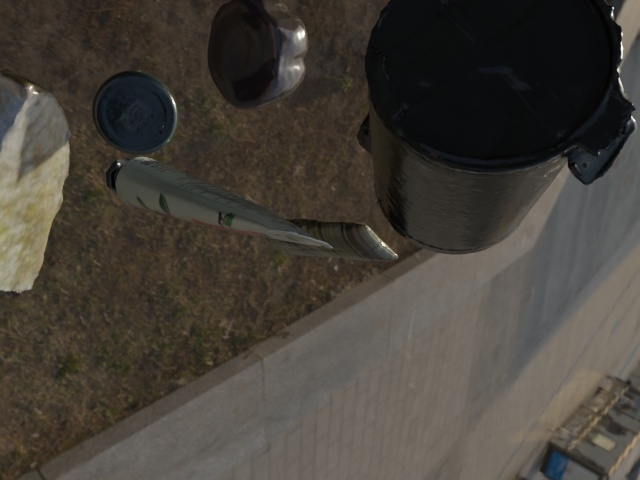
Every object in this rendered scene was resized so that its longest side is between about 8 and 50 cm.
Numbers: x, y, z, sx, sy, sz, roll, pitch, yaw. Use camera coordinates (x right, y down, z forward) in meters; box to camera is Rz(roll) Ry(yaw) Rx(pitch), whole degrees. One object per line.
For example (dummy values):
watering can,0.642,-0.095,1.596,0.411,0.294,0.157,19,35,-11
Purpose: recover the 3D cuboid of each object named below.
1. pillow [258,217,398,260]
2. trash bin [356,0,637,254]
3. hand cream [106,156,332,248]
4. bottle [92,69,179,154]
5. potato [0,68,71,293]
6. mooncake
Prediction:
pillow,0.000,0.000,0.821,0.113,0.203,0.038,37,63,-49
trash bin,0.147,-0.113,0.582,0.203,0.252,0.301,-55,167,-6
hand cream,-0.101,-0.031,0.505,0.080,0.234,0.050,17,92,-59
bottle,-0.350,-0.254,1.130,0.144,0.336,0.144,-3,104,-12
potato,-0.426,-0.079,0.676,0.211,0.189,0.264,34,81,-86
mooncake,-0.140,-0.417,1.275,0.133,0.245,0.245,-28,130,-46
